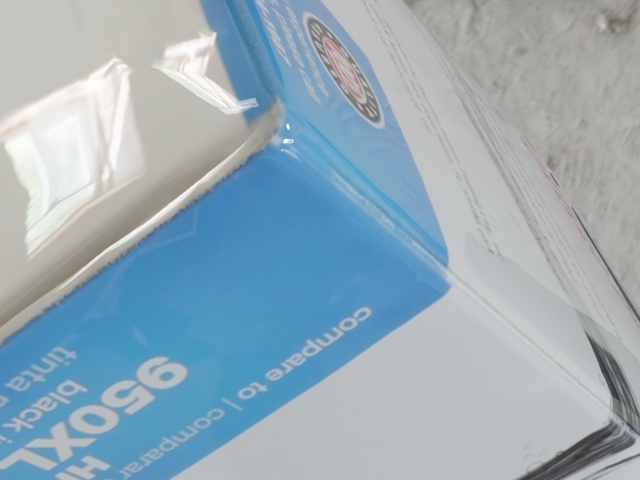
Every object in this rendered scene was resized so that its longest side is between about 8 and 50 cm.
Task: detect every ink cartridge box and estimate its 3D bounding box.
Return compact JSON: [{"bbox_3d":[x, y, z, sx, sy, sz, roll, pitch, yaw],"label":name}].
[{"bbox_3d":[0.000,0.000,0.555,0.166,0.395,0.285,-36,47,16],"label":"ink cartridge box"}]
